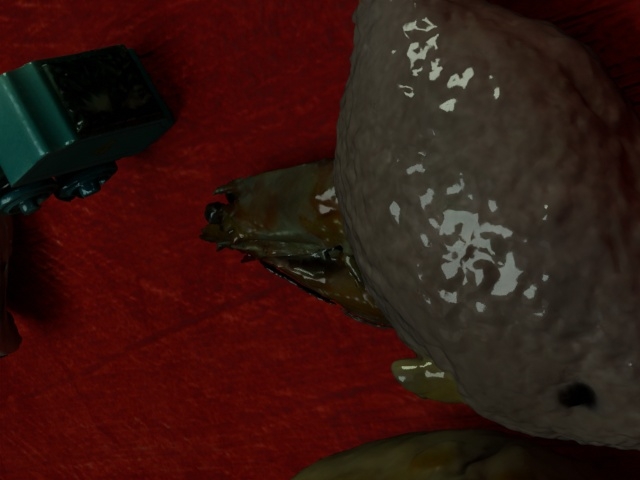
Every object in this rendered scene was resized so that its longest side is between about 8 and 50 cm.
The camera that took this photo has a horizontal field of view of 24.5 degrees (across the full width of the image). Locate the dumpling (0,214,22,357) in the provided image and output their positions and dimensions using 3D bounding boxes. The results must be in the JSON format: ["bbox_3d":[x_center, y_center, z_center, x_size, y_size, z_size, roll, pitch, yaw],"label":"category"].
[{"bbox_3d":[-0.458,-0.037,1.672,0.395,0.233,0.315,49,176,-3],"label":"dumpling"}]

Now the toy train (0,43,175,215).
[{"bbox_3d":[-0.230,-0.100,1.316,0.154,0.198,0.107,-35,81,39],"label":"toy train"}]

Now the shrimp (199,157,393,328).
[{"bbox_3d":[-0.001,0.001,1.197,0.294,0.062,0.154,6,122,48],"label":"shrimp"}]

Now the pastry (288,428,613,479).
[{"bbox_3d":[0.092,0.330,1.039,0.388,0.388,0.312,6,141,50],"label":"pastry"}]

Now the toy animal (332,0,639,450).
[{"bbox_3d":[0.114,-0.010,0.935,0.226,0.188,0.358,-39,80,48],"label":"toy animal"}]
